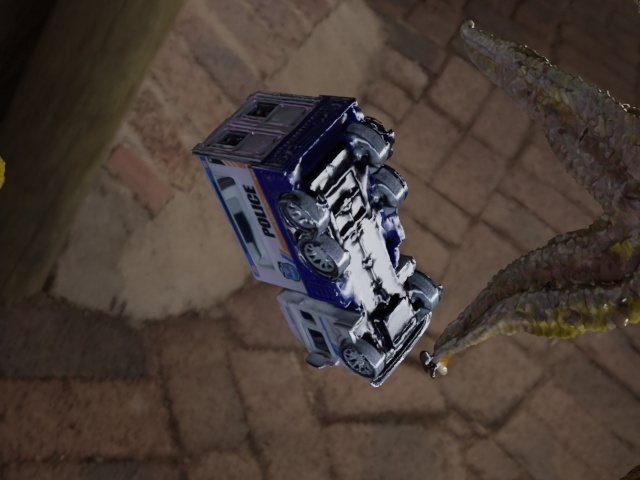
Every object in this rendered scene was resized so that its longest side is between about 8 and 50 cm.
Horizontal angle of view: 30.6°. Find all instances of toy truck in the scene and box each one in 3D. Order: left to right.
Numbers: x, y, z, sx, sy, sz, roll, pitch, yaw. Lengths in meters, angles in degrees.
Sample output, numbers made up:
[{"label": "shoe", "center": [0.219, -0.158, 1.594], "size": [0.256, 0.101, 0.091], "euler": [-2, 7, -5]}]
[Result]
[{"label": "toy truck", "center": [0.000, 0.000, 1.095], "size": [0.155, 0.268, 0.124], "euler": [14, 48, 39]}]

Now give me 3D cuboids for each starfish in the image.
[{"label": "starfish", "center": [0.182, -0.012, 0.780], "size": [0.132, 0.384, 0.398], "euler": [-14, 99, -28]}]

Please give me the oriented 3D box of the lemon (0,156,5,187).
[{"label": "lemon", "center": [-0.378, -0.034, 0.841], "size": [0.236, 0.236, 0.263], "euler": [41, 57, 10]}]

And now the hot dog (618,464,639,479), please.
[{"label": "hot dog", "center": [0.294, 0.287, 1.161], "size": [0.286, 0.088, 0.061], "euler": [-28, 39, -32]}]
